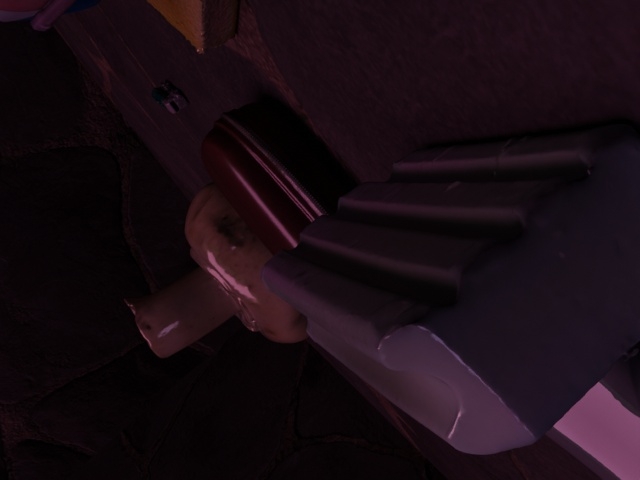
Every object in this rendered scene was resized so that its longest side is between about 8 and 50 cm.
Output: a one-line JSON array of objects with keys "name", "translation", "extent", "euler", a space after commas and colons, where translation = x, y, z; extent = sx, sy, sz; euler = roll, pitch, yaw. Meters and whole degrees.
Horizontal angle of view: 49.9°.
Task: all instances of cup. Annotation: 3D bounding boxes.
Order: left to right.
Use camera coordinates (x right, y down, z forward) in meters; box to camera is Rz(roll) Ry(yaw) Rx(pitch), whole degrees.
[{"name": "cup", "translation": [0.206, 0.090, 0.422], "extent": [0.129, 0.095, 0.128], "euler": [41, 129, 24]}]

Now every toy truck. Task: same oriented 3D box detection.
[{"name": "toy truck", "translation": [-0.291, -0.273, 1.322], "extent": [0.083, 0.044, 0.039], "euler": [40, 169, 43]}]

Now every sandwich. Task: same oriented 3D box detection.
[{"name": "sandwich", "translation": [-0.129, -0.251, 0.695], "extent": [0.193, 0.058, 0.162], "euler": [40, 168, 34]}]

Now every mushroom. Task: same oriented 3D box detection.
[{"name": "mushroom", "translation": [-0.156, 0.068, 1.184], "extent": [0.314, 0.336, 0.314], "euler": [55, 168, 17]}]

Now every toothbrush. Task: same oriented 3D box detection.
[{"name": "toothbrush", "translation": [-0.201, -0.259, 0.646], "extent": [0.354, 0.024, 0.029], "euler": [-10, 104, 48]}]

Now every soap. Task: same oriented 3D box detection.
[{"name": "soap", "translation": [0.076, 0.018, 0.464], "extent": [0.095, 0.173, 0.289], "euler": [52, 169, -14]}]

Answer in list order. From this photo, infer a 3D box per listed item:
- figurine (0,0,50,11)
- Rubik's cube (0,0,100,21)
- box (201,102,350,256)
[{"name": "figurine", "translation": [-0.352, -0.366, 0.738], "extent": [0.261, 0.270, 0.211], "euler": [23, 177, 12]}, {"name": "Rubik's cube", "translation": [-0.404, -0.450, 0.972], "extent": [0.254, 0.254, 0.254], "euler": [47, 170, 12]}, {"name": "box", "translation": [0.000, 0.000, 0.898], "extent": [0.404, 0.108, 0.263], "euler": [50, 170, 0]}]
